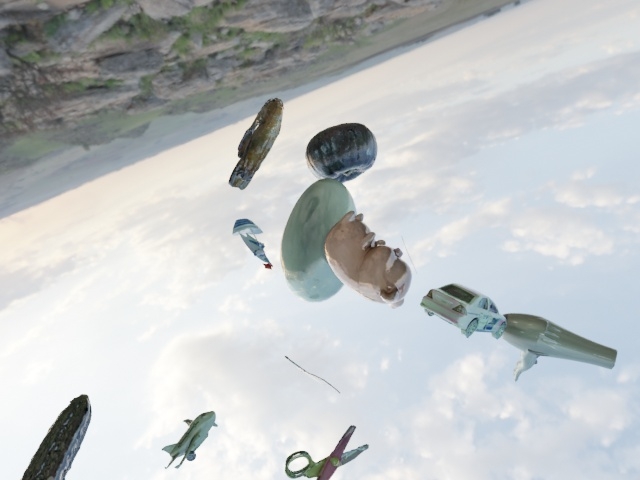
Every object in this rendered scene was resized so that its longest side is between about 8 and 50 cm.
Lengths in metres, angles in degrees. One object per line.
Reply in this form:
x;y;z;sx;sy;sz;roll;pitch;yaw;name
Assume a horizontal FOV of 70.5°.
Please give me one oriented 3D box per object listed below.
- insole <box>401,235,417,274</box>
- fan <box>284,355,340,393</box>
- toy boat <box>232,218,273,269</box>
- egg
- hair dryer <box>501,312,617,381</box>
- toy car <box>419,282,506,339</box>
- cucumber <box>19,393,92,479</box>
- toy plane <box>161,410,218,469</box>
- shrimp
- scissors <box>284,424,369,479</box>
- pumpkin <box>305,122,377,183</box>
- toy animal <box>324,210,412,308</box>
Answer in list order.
0.236;0.041;1.199;0.002;0.153;0.053;-21;-132;12;insole
-0.033;0.386;1.312;0.132;0.220;0.009;6;-121;49;fan
-0.170;0.006;1.099;0.034;0.105;0.149;-37;-129;28;toy boat
0.000;0.000;1.339;0.229;0.371;0.230;11;179;0;egg
0.535;0.265;1.021;0.229;0.267;0.092;4;-129;37;hair dryer
0.272;0.126;0.830;0.090;0.076;0.224;27;-172;42;toy car
-0.474;0.393;0.800;0.077;0.077;0.265;-20;-151;7;cucumber
-0.152;0.235;0.541;0.083;0.033;0.080;-42;-163;3;toy plane
-0.173;-0.256;1.170;0.253;0.058;0.173;-58;-146;8;shrimp
0.023;0.469;0.954;0.187;0.134;0.020;-28;166;-34;scissors
0.068;-0.276;1.434;0.232;0.163;0.233;-19;171;-3;pumpkin
0.114;0.054;1.104;0.154;0.250;0.166;-52;157;19;toy animal
